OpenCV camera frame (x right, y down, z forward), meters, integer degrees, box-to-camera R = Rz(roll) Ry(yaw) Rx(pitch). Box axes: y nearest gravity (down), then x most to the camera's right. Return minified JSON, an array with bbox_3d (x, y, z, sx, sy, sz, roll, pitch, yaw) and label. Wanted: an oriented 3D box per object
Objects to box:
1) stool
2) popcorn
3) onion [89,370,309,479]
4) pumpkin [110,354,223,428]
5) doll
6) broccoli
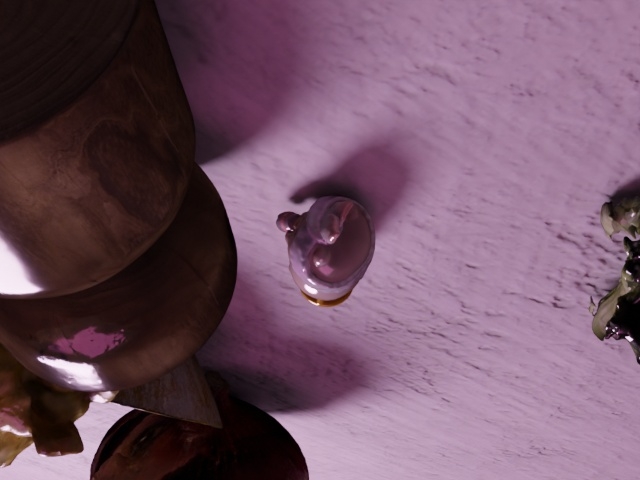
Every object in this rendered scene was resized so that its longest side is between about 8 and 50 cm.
[{"bbox_3d":[-0.156,-0.041,0.488,0.179,0.179,0.264,5,150,8],"label":"stool"},{"bbox_3d":[-0.283,0.098,0.693,0.265,0.233,0.192,20,130,23],"label":"popcorn"},{"bbox_3d":[-0.148,0.255,0.997,0.271,0.195,0.272,-3,-168,1],"label":"onion"},{"bbox_3d":[-0.200,0.122,0.870,0.217,0.110,0.217,9,168,2],"label":"pumpkin"},{"bbox_3d":[0.000,0.000,0.632,0.084,0.073,0.127,38,157,15],"label":"doll"},{"bbox_3d":[0.240,0.044,0.610,0.122,0.118,0.204,18,171,3],"label":"broccoli"}]
